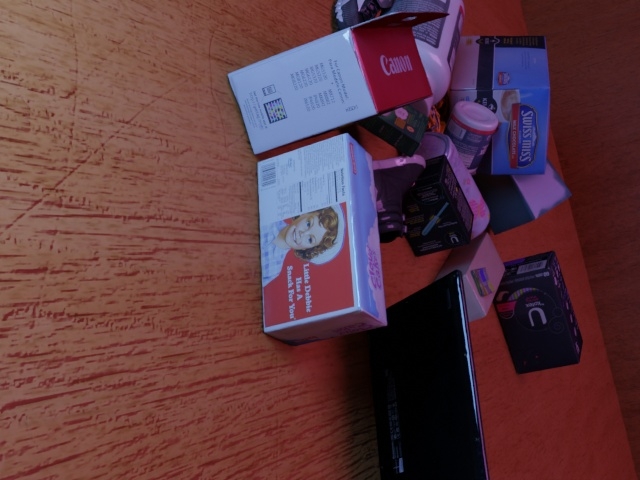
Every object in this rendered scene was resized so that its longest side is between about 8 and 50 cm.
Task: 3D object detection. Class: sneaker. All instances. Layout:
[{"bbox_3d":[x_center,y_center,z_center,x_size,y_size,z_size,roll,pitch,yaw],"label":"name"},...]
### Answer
[{"bbox_3d":[0.093,-0.471,1.737,0.078,0.106,0.234,56,31,-33],"label":"sneaker"},{"bbox_3d":[0.120,-0.074,1.589,0.295,0.104,0.147,-19,95,-59],"label":"sneaker"}]

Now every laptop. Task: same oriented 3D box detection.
[{"bbox_3d":[0.216,0.302,1.429,0.236,0.408,0.382,7,65,-27],"label":"laptop"}]

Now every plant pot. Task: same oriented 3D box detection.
[{"bbox_3d":[0.507,-0.169,2.314,0.165,0.165,0.234,-29,91,-31],"label":"plant pot"}]

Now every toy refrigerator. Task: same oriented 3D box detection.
[{"bbox_3d":[0.326,0.084,1.934,0.102,0.094,0.269,62,26,-10],"label":"toy refrigerator"}]

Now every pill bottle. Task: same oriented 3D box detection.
[{"bbox_3d":[0.318,-0.212,1.975,0.108,0.107,0.180,-65,176,-54],"label":"pill bottle"},{"bbox_3d":[0.184,-0.374,1.773,0.176,0.176,0.319,53,41,-38],"label":"pill bottle"}]

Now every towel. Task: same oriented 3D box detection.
[{"bbox_3d":[0.344,0.086,1.849,0.083,0.009,0.060,-6,74,-62],"label":"towel"}]

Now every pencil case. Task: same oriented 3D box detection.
[{"bbox_3d":[0.273,-0.112,1.899,0.124,0.113,0.273,-54,135,-14],"label":"pencil case"}]

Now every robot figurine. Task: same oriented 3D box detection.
[{"bbox_3d":[0.225,-0.326,1.957,0.211,0.085,0.291,56,31,-34],"label":"robot figurine"}]

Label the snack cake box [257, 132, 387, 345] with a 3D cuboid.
[{"bbox_3d":[0.000,0.000,1.227,0.089,0.152,0.265,34,47,-55],"label":"snack cake box"}]

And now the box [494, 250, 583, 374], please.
[{"bbox_3d":[0.560,0.187,2.272,0.271,0.165,0.143,69,25,-11],"label":"box"}]

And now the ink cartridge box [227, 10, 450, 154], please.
[{"bbox_3d":[0.057,-0.248,1.344,0.309,0.271,0.130,-32,105,-63],"label":"ink cartridge box"}]

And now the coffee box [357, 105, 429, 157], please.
[{"bbox_3d":[0.107,-0.236,1.603,0.184,0.040,0.113,31,36,-6],"label":"coffee box"}]

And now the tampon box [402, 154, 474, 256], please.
[{"bbox_3d":[0.223,-0.069,1.767,0.161,0.120,0.101,60,29,-29],"label":"tampon box"}]

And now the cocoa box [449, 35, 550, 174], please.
[{"bbox_3d":[0.438,-0.337,2.143,0.347,0.227,0.232,-72,160,-55],"label":"cocoa box"}]
